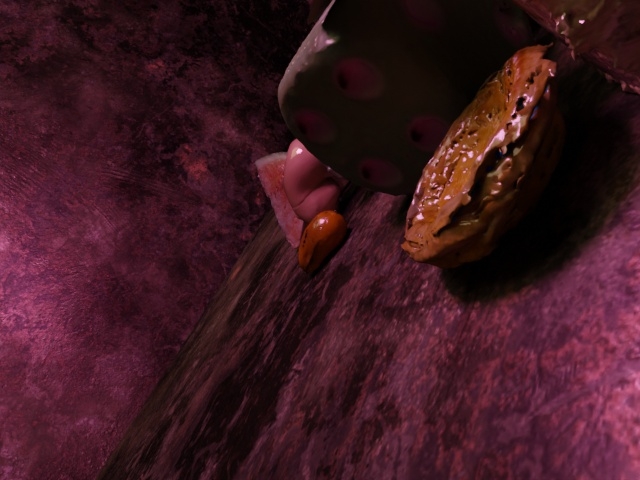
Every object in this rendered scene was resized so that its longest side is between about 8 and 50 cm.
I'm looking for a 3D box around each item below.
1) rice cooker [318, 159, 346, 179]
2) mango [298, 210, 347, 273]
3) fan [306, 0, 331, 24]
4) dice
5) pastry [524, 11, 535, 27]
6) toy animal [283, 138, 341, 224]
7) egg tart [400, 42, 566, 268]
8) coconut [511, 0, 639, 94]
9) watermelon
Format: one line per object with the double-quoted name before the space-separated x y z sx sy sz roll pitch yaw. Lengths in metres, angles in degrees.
"rice cooker" 0.103 -0.278 1.245 0.280 0.241 0.227 0 42 17
"mango" -0.002 -0.003 1.230 0.159 0.084 0.105 -48 7 23
"fan" 0.062 -0.391 0.607 0.233 0.012 0.414 -60 6 -9
"dice" 0.143 -0.291 0.902 0.322 0.330 0.318 -34 27 56
"pastry" 0.327 -0.472 1.115 0.255 0.162 0.311 -46 15 23
"toy animal" -0.022 -0.154 1.413 0.154 0.250 0.166 -11 20 0
"egg tart" 0.200 -0.084 0.609 0.291 0.107 0.291 -62 5 9
"coconut" 0.280 -0.358 0.437 0.404 0.404 0.404 -50 12 15
"watermelon" -0.023 -0.136 1.654 0.250 0.292 0.283 -13 10 -42
